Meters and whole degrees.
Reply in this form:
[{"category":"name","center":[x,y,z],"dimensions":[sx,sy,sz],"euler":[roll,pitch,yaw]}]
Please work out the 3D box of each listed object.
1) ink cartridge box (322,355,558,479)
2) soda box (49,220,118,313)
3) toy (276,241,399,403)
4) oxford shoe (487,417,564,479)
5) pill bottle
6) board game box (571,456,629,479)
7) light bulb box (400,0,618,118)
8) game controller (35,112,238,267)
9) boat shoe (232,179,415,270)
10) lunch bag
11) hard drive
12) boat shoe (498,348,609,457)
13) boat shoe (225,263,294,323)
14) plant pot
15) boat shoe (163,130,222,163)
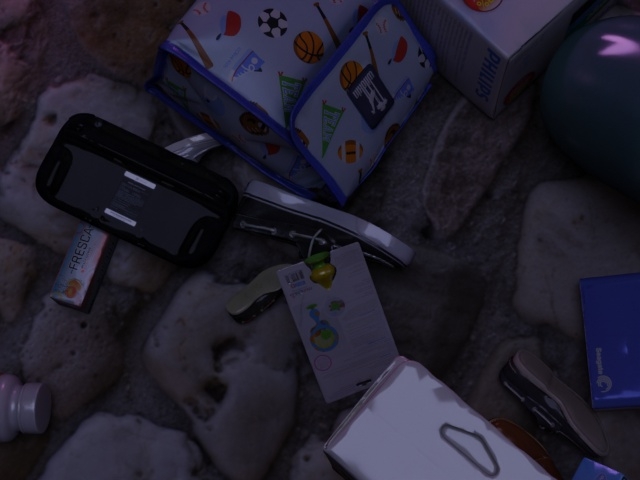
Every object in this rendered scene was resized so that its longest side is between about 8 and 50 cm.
[{"category":"ink cartridge box","center":[0.157,0.326,1.309],"dimensions":[0.279,0.384,0.160],"euler":[39,79,12]},{"category":"soda box","center":[-0.382,0.024,1.586],"dimensions":[0.058,0.063,0.183],"euler":[18,75,5]},{"category":"toy","center":[0.032,0.126,1.522],"dimensions":[0.137,0.056,0.237],"euler":[-20,108,1]},{"category":"oxford shoe","center":[0.330,0.354,1.457],"dimensions":[0.076,0.076,0.212],"euler":[-39,75,-7]},{"category":"pill bottle","center":[-0.529,0.261,1.501],"dimensions":[0.193,0.108,0.108],"euler":[0,74,2]},{"category":"board game box","center":[0.394,0.470,1.312],"dimensions":[0.064,0.316,0.242],"euler":[18,71,48]},{"category":"light bulb box","center":[0.293,-0.474,1.618],"dimensions":[0.358,0.225,0.361],"euler":[-43,76,-10]},{"category":"game controller","center":[-0.300,-0.082,1.566],"dimensions":[0.319,0.067,0.166],"euler":[26,86,1]},{"category":"boat shoe","center":[-0.001,-0.001,1.554],"dimensions":[0.306,0.113,0.105],"euler":[22,82,11]},{"category":"lunch bag","center":[-0.031,-0.282,1.566],"dimensions":[0.385,0.239,0.328],"euler":[38,71,-6]},{"category":"hard drive","center":[0.571,0.145,1.471],"dimensions":[0.319,0.040,0.210],"euler":[-7,71,19]},{"category":"boat shoe","center":[0.364,0.263,1.500],"dimensions":[0.206,0.075,0.065],"euler":[47,124,8]},{"category":"boat shoe","center":[-0.093,0.086,1.570],"dimensions":[0.133,0.042,0.049],"euler":[-36,50,-8]},{"category":"plant pot","center":[0.493,-0.221,1.511],"dimensions":[0.235,0.293,0.293],"euler":[33,76,39]},{"category":"boat shoe","center":[-0.242,-0.132,1.629],"dimensions":[0.184,0.066,0.063],"euler":[-23,91,-9]}]
